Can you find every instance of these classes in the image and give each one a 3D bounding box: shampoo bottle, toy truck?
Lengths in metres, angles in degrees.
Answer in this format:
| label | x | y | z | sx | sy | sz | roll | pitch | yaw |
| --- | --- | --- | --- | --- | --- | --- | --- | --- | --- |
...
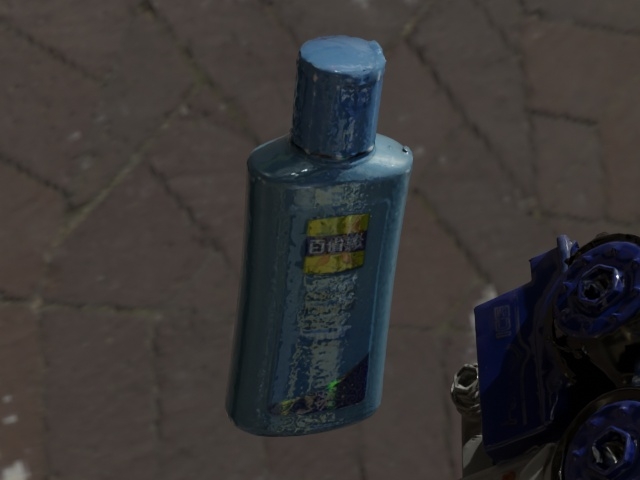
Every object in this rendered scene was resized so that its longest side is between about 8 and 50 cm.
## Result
| label | x | y | z | sx | sy | sz | roll | pitch | yaw |
| --- | --- | --- | --- | --- | --- | --- | --- | --- | --- |
| shampoo bottle | 0.000 | 0.000 | 1.164 | 0.104 | 0.061 | 0.258 | -7 | 124 | -20 |
| toy truck | 0.129 | 0.113 | 0.931 | 0.161 | 0.177 | 0.213 | 45 | 33 | -38 |
